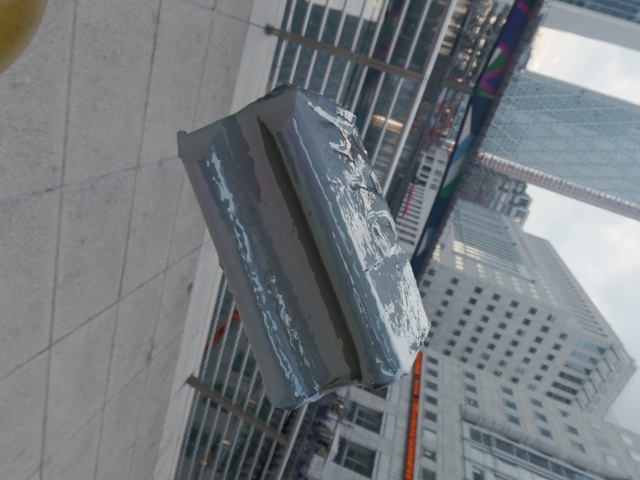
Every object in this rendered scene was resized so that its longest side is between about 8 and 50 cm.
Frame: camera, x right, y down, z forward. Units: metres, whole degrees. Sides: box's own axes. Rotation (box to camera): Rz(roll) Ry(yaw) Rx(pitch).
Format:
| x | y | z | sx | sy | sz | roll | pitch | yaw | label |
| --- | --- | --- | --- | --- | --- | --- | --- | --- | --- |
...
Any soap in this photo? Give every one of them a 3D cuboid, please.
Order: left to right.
| x | y | z | sx | sy | sz | roll | pitch | yaw | label |
| --- | --- | --- | --- | --- | --- | --- | --- | --- | --- |
| 0.000 | 0.000 | 0.735 | 0.350 | 0.213 | 0.434 | -3 | 73 | -69 | soap |

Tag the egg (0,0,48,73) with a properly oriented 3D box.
| x | y | z | sx | sy | sz | roll | pitch | yaw | label |
| --- | --- | --- | --- | --- | --- | --- | --- | --- | --- |
| -0.320 | -0.214 | 0.286 | 0.250 | 0.323 | 0.249 | -12 | 112 | -32 | egg |
